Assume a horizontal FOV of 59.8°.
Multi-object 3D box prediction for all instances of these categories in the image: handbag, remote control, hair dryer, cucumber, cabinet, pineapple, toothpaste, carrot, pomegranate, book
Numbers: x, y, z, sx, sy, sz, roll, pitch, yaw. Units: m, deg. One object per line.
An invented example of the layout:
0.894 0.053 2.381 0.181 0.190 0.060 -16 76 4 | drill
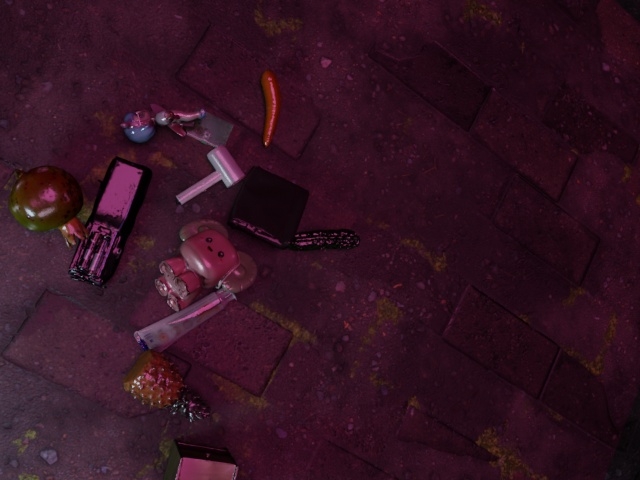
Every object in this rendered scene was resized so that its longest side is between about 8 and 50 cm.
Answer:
-0.171 -0.105 1.839 0.223 0.080 0.246 24 60 -11 | handbag
-0.641 -0.061 1.694 0.145 0.062 0.398 20 79 -16 | remote control
-0.376 -0.195 1.805 0.236 0.073 0.131 -36 98 -9 | hair dryer
0.000 -0.001 1.906 0.266 0.077 0.077 -2 86 -20 | cucumber
-0.357 0.693 1.648 0.175 0.215 0.148 16 80 -18 | cabinet
-0.449 0.455 1.686 0.279 0.158 0.157 43 73 -22 | pineapple
-0.416 0.247 1.749 0.323 0.066 0.100 -31 103 -15 | toothpaste
-0.166 -0.452 1.898 0.066 0.062 0.271 -5 91 -52 | carrot
-0.771 -0.091 1.580 0.198 0.198 0.245 -11 88 -20 | pomegranate
-0.366 -0.366 1.839 0.135 0.017 0.103 24 78 -16 | book

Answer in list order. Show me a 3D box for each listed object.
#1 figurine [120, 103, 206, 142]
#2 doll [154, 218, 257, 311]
-0.480 -0.362 1.722 0.260 0.205 0.102 -13 115 -16 | figurine
-0.359 0.072 1.735 0.268 0.216 0.284 -31 76 -40 | doll
